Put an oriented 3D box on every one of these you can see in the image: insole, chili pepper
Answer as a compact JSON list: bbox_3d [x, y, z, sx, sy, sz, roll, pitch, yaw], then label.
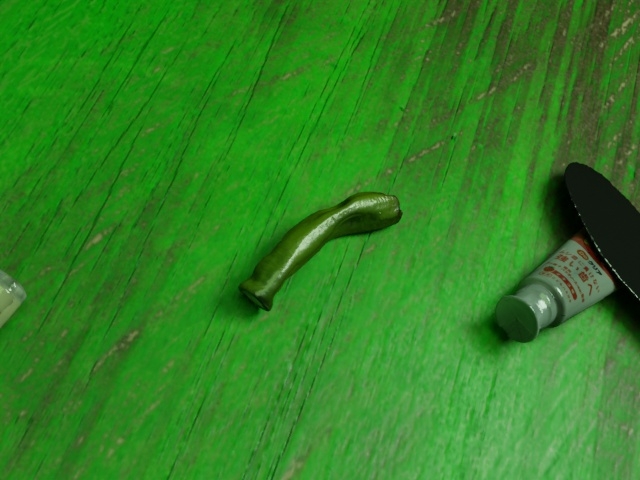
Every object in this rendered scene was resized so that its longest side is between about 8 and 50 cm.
[{"bbox_3d":[0.372,0.055,0.943,0.119,0.009,0.348,-18,69,-42],"label":"insole"},{"bbox_3d":[0.000,0.000,0.863,0.202,0.052,0.050,-35,55,-29],"label":"chili pepper"}]

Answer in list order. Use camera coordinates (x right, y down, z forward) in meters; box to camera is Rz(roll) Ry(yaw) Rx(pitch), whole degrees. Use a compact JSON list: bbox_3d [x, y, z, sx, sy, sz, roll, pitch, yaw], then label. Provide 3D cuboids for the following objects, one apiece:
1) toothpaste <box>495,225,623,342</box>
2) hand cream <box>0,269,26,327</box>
[{"bbox_3d":[0.275,0.037,0.925,0.234,0.057,0.089,-27,72,-38],"label":"toothpaste"},{"bbox_3d":[-0.313,0.083,0.735,0.061,0.039,0.143,36,63,3],"label":"hand cream"}]
